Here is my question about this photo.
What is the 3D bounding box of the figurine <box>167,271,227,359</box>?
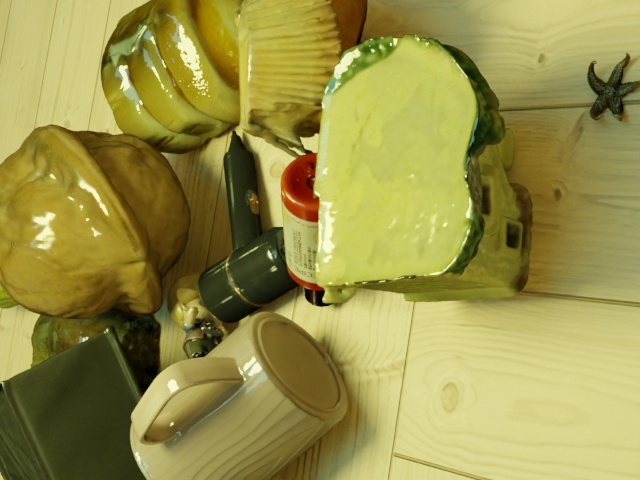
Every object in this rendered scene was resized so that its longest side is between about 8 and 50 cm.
[{"bbox_3d":[-0.199,0.135,1.621,0.108,0.114,0.196,-59,27,25],"label":"figurine"}]

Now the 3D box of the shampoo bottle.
[{"bbox_3d":[0.000,0.000,1.396,0.278,0.104,0.104,88,160,-54],"label":"shampoo bottle"}]

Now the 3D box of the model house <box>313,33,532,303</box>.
[{"bbox_3d":[0.163,-0.071,1.215,0.261,0.266,0.321,-7,75,43],"label":"model house"}]

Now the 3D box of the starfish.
[{"bbox_3d":[0.364,-0.192,1.212,0.078,0.028,0.091,31,100,39],"label":"starfish"}]

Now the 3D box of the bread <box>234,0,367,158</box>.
[{"bbox_3d":[-0.022,-0.279,1.414,0.388,0.183,0.236,-88,0,-63],"label":"bread"}]

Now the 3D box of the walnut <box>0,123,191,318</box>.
[{"bbox_3d":[-0.404,-0.024,1.658,0.384,0.384,0.383,-13,72,43],"label":"walnut"}]

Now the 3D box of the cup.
[{"bbox_3d":[-0.142,0.245,1.434,0.273,0.288,0.208,-42,26,20],"label":"cup"}]

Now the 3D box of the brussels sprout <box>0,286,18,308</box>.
[{"bbox_3d":[-0.683,0.042,2.125,0.223,0.161,0.223,-11,72,36],"label":"brussels sprout"}]

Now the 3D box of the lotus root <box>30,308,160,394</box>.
[{"bbox_3d":[-0.434,0.233,1.842,0.260,0.149,0.267,4,87,46],"label":"lotus root"}]

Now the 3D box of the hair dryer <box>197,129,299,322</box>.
[{"bbox_3d":[-0.117,-0.054,1.628,0.189,0.107,0.352,-30,55,34],"label":"hair dryer"}]

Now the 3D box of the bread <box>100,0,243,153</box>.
[{"bbox_3d":[-0.247,-0.329,1.740,0.341,0.210,0.300,-14,73,42],"label":"bread"}]

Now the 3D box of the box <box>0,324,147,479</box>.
[{"bbox_3d":[-0.398,0.353,1.603,0.251,0.204,0.345,-28,87,56],"label":"box"}]
